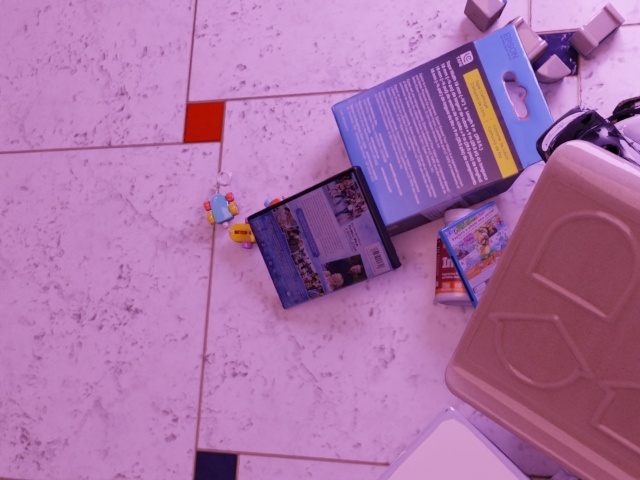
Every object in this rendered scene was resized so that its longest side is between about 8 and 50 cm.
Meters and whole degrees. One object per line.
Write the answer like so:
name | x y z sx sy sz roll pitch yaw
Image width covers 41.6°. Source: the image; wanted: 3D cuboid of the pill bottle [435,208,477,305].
pill bottle | 0.233 0.028 1.384 0.086 0.086 0.152 -1 78 19

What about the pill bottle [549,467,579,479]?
pill bottle | 0.386 0.387 1.275 0.043 0.043 0.083 -44 68 5

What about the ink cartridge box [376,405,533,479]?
ink cartridge box | 0.230 0.384 1.125 0.166 0.395 0.285 -46 72 -2

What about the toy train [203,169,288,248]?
toy train | -0.132 -0.053 1.553 0.166 0.046 0.125 31 88 19

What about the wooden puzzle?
wooden puzzle | 0.346 0.103 0.954 0.322 0.080 0.348 32 116 21

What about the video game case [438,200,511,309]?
video game case | 0.268 0.035 1.342 0.119 0.015 0.166 -27 94 -26

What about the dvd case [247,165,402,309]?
dvd case | 0.000 0.000 1.432 0.253 0.022 0.181 -23 89 36

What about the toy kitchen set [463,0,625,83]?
toy kitchen set | 0.376 -0.382 1.428 0.166 0.122 0.207 -43 89 6

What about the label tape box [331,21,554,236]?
label tape box | 0.214 -0.176 1.413 0.333 0.106 0.241 -22 75 17

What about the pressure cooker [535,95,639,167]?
pressure cooker | 0.464 0.009 1.129 0.369 0.420 0.376 5 81 20
